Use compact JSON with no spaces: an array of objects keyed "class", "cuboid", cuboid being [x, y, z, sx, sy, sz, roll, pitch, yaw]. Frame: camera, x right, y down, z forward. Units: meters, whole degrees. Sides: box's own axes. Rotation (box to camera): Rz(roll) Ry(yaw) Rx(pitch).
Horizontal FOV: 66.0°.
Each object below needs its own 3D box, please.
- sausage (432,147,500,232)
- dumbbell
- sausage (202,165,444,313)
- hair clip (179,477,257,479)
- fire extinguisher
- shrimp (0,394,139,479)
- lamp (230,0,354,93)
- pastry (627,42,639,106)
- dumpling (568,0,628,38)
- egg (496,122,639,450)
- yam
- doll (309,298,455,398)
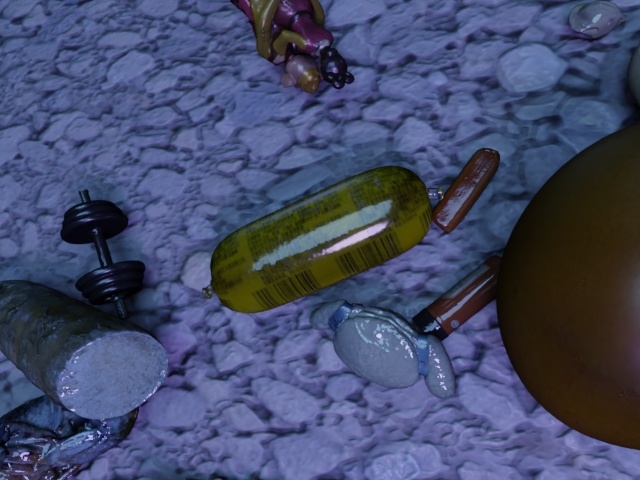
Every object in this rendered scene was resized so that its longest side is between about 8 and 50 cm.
[{"class":"sausage","cuboid":[0.199,-0.070,0.672,0.041,0.039,0.131,36,89,21]},{"class":"dumbbell","cuboid":[-0.322,0.019,0.731,0.099,0.099,0.208,-24,79,7]},{"class":"sausage","cuboid":[0.000,0.000,0.658,0.347,0.123,0.123,-23,79,7]},{"class":"hair clip","cuboid":[-0.147,0.359,0.678,0.214,0.056,0.062,2,66,3]},{"class":"fire extinguisher","cuboid":[0.203,0.064,0.644,0.177,0.062,0.050,-40,48,4]},{"class":"shrimp","cuboid":[-0.430,0.304,0.674,0.372,0.172,0.137,-35,71,-10]},{"class":"lamp","cuboid":[-0.040,-0.298,0.717,0.118,0.118,0.253,-33,81,5]},{"class":"pastry","cuboid":[0.466,-0.208,0.612,0.157,0.092,0.156,-2,79,13]},{"class":"dumpling","cuboid":[0.372,-0.305,0.670,0.077,0.043,0.059,-28,56,10]},{"class":"egg","cuboid":[0.340,0.037,0.505,0.283,0.282,0.351,31,78,14]},{"class":"yam","cuboid":[-0.368,0.133,0.686,0.331,0.133,0.133,17,86,31]},{"class":"doll","cuboid":[0.077,0.136,0.640,0.214,0.071,0.103,24,131,23]}]
